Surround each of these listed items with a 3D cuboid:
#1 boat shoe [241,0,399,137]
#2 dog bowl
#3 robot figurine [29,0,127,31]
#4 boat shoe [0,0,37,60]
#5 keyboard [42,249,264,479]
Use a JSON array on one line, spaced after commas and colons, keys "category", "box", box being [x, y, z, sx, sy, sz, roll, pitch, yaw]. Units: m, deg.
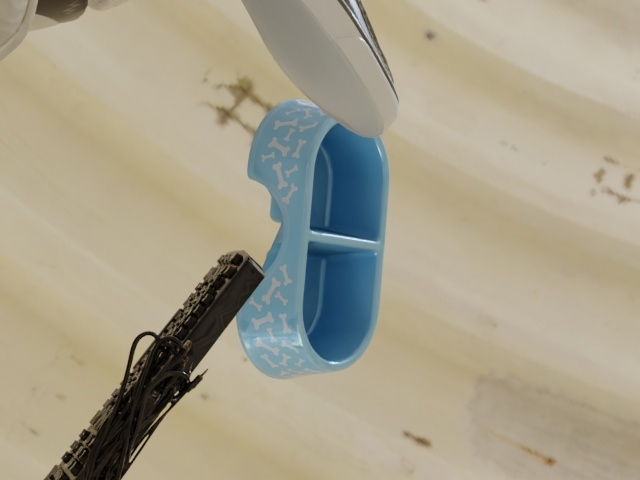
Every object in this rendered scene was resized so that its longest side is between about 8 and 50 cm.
[{"category": "boat shoe", "box": [-0.016, -0.226, 0.918, 0.105, 0.306, 0.113, -44, -164, -21]}, {"category": "dog bowl", "box": [0.000, 0.000, 1.195, 0.074, 0.166, 0.297, 3, -94, 39]}, {"category": "robot figurine", "box": [-0.226, -0.204, 0.707, 0.278, 0.209, 0.173, -19, 165, -22]}, {"category": "boat shoe", "box": [-0.186, -0.084, 0.515, 0.064, 0.075, 0.206, -4, -118, 33]}, {"category": "keyboard", "box": [-0.102, 0.075, 0.624, 0.192, 0.038, 0.100, -54, -160, -14]}]
